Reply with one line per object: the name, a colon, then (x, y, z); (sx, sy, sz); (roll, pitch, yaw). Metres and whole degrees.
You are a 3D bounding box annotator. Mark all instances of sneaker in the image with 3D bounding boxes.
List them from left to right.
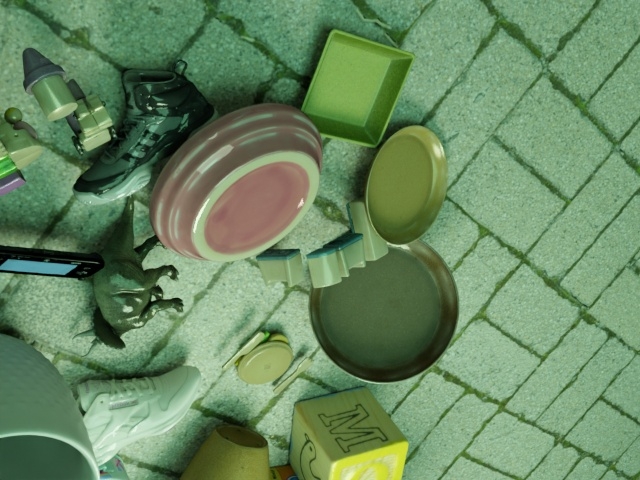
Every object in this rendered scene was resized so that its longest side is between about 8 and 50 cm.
sneaker: (-0.368, 0.311, 1.610); (0.305, 0.114, 0.152); (-30, 118, -16)
sneaker: (-0.299, -0.179, 1.352); (0.268, 0.101, 0.153); (-36, 130, -13)

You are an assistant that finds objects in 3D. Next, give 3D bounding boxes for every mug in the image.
mug: (-0.561, 0.343, 1.379); (0.374, 0.328, 0.276); (-49, 130, 6)

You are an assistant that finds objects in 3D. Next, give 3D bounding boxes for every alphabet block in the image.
alphabet block: (0.058, 0.473, 1.907); (0.193, 0.197, 0.192); (-10, 123, -24)

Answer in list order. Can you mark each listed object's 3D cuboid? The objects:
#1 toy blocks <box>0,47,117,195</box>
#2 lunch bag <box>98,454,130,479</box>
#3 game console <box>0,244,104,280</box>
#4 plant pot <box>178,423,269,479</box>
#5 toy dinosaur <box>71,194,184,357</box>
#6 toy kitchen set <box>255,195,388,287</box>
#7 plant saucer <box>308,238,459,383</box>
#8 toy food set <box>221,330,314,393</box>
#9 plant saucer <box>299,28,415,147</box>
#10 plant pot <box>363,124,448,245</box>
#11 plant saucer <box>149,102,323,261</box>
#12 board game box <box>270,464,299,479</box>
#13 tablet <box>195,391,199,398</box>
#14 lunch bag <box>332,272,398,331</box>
toy blocks: (-0.478, -0.209, 1.134); (0.309, 0.288, 0.260); (-30, 87, -13)
lunch bag: (-0.510, 0.517, 1.665); (0.279, 0.108, 0.224); (6, 111, -34)
game console: (-0.506, 0.025, 1.299); (0.361, 0.213, 0.044); (7, 79, -36)
plant pot: (-0.201, 0.528, 1.797); (0.237, 0.237, 0.254); (15, 96, -36)
toy dinosaur: (-0.333, 0.077, 1.481); (0.160, 0.121, 0.313); (-19, 132, -36)
toy kitchen set: (0.000, 0.000, 1.651); (0.207, 0.166, 0.122); (-27, 110, -49)
plant saucer: (0.127, 0.133, 1.733); (0.311, 0.050, 0.310); (1, 84, -7)
toy food set: (-0.114, 0.246, 1.774); (0.132, 0.038, 0.192); (-43, 136, 10)
plant saucer: (0.054, -0.274, 1.527); (0.188, 0.045, 0.188); (8, 114, -34)
plant pot: (0.162, -0.108, 1.663); (0.236, 0.032, 0.236); (-15, 112, -41)
plant saucer: (-0.126, -0.079, 1.456); (0.332, 0.084, 0.332); (-28, 149, -18)
board game box: (0.018, 0.761, 1.962); (0.356, 0.356, 0.356); (0, 119, -30)
tablet: (-0.290, 0.314, 1.730); (0.054, 0.006, 0.083); (-48, 130, 5)
lunch bag: (0.101, 0.149, 1.799); (0.129, 0.096, 0.151); (-32, 117, -10)
